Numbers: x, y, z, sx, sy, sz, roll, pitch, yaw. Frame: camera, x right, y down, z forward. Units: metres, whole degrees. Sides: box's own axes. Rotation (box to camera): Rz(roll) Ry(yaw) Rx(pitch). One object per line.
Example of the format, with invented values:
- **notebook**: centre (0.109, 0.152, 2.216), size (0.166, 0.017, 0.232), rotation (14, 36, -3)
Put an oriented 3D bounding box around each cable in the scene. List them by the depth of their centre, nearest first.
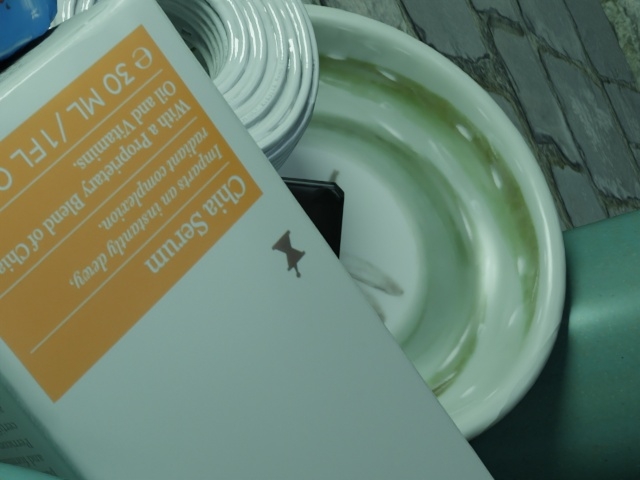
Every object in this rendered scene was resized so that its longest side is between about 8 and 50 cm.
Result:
- **cable**: centre (-0.128, -0.137, 1.124), size (0.257, 0.089, 0.257), rotation (-17, 71, -29)

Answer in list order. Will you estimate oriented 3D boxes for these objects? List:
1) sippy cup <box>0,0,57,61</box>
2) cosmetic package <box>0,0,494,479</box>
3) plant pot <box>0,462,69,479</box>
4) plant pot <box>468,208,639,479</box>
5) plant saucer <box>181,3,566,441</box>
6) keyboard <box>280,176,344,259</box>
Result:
- **sippy cup**: centre (-0.267, -0.202, 0.882), size (0.305, 0.240, 0.224), rotation (-48, 124, -51)
- **cosmetic package**: centre (-0.086, 0.104, 0.920), size (0.453, 0.161, 0.230), rotation (54, 53, -17)
- **plant pot**: centre (-0.177, 0.207, 0.644), size (0.255, 0.272, 0.271), rotation (31, 37, -25)
- **plant pot**: centre (0.270, 0.122, 1.368), size (0.341, 0.334, 0.341), rotation (168, -90, -89)
- **plant saucer**: centre (0.000, 0.000, 1.222), size (0.401, 0.100, 0.400), rotation (10, 62, -18)
- **keyboard**: centre (-0.041, 0.044, 1.071), size (0.108, 0.023, 0.180), rotation (5, 88, -26)
